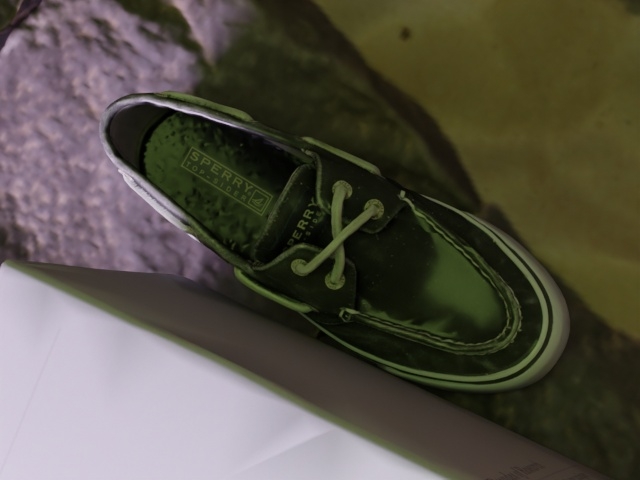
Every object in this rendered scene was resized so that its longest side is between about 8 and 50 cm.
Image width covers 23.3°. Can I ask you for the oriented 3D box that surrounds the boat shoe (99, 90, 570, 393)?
[{"bbox_3d":[0.000,0.000,0.660,0.219,0.070,0.078,26,91,19],"label":"boat shoe"}]

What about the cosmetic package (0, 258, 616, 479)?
[{"bbox_3d":[0.032,0.175,0.574,0.385,0.156,0.217,22,94,18],"label":"cosmetic package"}]
